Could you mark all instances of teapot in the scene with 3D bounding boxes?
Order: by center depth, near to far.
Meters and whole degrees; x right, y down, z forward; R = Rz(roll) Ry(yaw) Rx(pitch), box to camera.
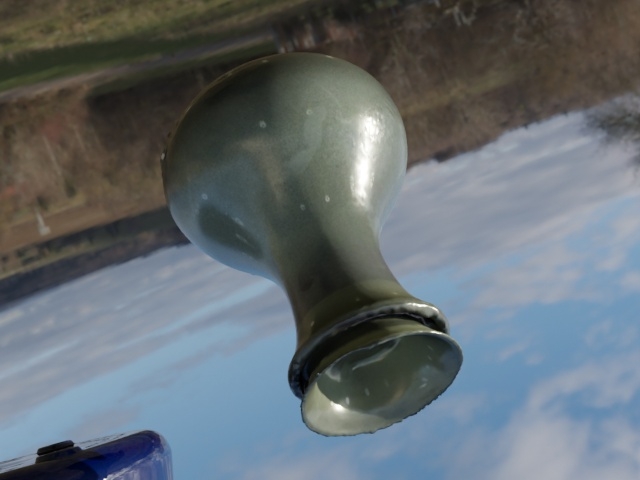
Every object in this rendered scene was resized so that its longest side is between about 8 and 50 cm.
[{"bbox_3d":[0.000,0.000,0.668,0.183,0.251,0.183,-15,141,-12],"label":"teapot"}]

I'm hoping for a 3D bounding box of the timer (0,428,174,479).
[{"bbox_3d":[-0.199,0.348,0.701,0.270,0.383,0.270,-15,174,-2],"label":"timer"}]
